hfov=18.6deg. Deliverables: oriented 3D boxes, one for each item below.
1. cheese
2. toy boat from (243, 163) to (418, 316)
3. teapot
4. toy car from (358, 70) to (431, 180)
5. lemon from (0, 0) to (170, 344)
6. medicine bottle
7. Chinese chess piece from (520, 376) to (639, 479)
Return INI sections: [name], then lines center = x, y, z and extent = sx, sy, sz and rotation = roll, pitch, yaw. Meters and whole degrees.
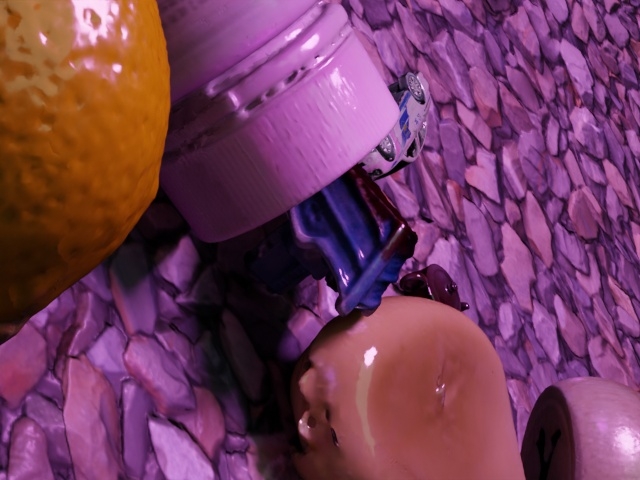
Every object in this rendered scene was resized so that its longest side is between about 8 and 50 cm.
[cheese]
center = 0.076, 0.168, 1.793
extent = 0.316, 0.128, 0.259
rotation = 19, 53, -50
[toy boat]
center = 0.000, 0.000, 1.766
extent = 0.129, 0.142, 0.309
rotation = 45, 6, -22
[teapot]
center = 0.121, 0.055, 2.046
extent = 0.100, 0.045, 0.068
rotation = 32, 39, -45
[toy car]
center = 0.058, -0.102, 2.028
extent = 0.076, 0.090, 0.224
rotation = 58, 28, -18
[lemon]
center = -0.252, -0.108, 1.290
extent = 0.336, 0.336, 0.336
rotation = 39, 36, -37
[medicine bottle]
center = -0.103, -0.186, 1.656
extent = 0.325, 0.256, 0.256
rotation = 56, 29, -11
[Chinese chess piece]
center = 0.263, 0.252, 1.943
extent = 0.092, 0.237, 0.237
rotation = 6, 52, -11
